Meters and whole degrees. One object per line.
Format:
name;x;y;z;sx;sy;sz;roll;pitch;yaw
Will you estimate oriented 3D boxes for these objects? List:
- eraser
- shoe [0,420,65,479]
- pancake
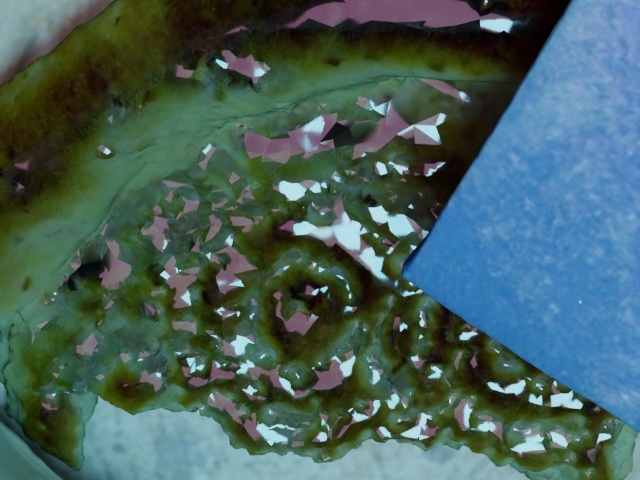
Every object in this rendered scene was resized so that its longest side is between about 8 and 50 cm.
eraser;0.168;-0.074;0.678;0.144;0.042;0.312;33;114;7
shoe;-0.177;0.186;0.818;0.363;0.132;0.160;39;102;15
pancake;0.001;-0.005;0.802;0.426;0.067;0.305;4;112;6
